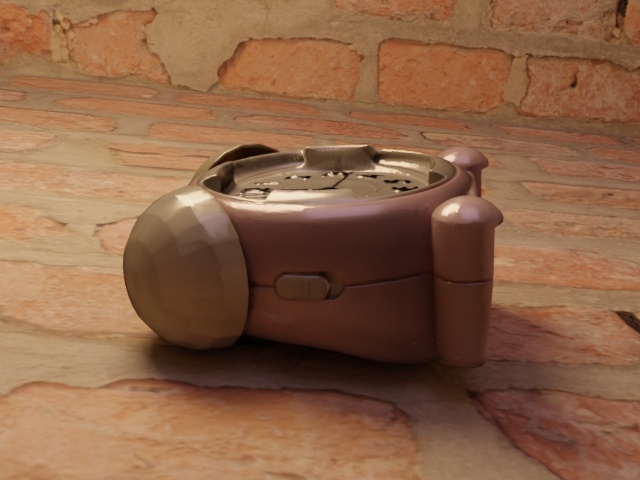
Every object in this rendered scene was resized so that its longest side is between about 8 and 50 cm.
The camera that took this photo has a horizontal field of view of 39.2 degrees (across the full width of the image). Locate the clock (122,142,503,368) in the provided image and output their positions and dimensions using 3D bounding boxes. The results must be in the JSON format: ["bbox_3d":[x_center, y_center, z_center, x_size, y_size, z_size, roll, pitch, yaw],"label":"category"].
[{"bbox_3d":[0.000,0.000,0.877,0.325,0.184,0.342,5,12,5],"label":"clock"}]
